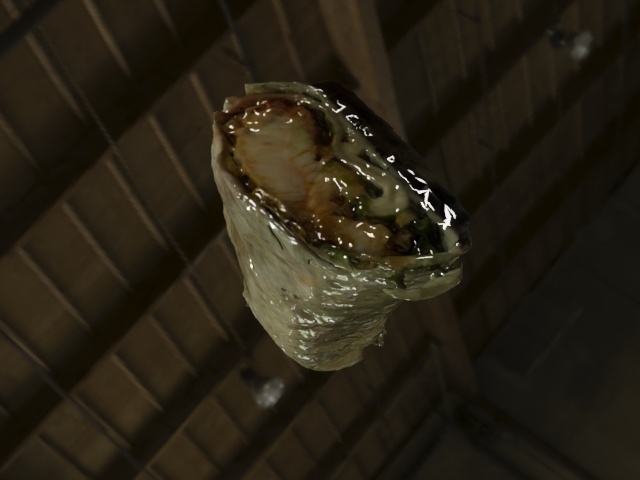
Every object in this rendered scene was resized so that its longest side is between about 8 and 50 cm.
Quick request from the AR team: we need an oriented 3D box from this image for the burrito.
[{"bbox_3d":[-0.008,-0.010,0.717,0.107,0.175,0.348,-35,-6,-12],"label":"burrito"}]
